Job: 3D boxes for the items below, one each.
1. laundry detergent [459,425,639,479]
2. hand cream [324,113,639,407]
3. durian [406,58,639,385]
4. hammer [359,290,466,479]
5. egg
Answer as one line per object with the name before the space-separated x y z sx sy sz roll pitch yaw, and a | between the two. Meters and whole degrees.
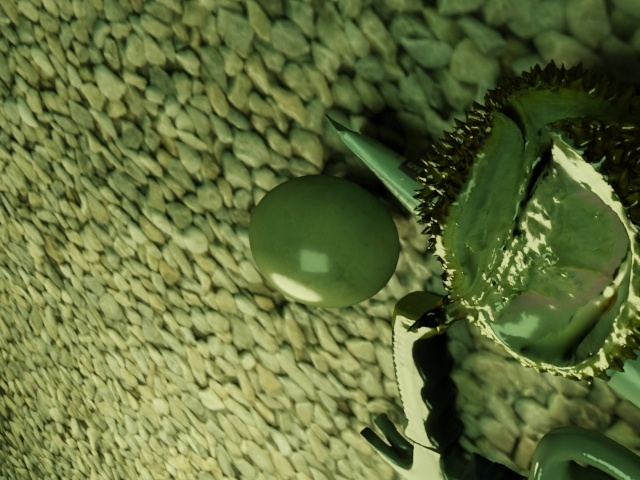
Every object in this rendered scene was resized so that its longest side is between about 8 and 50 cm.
laundry detergent | 0.235 0.252 0.867 0.280 0.105 0.215 33 137 28
hand cream | 0.134 0.012 0.817 0.331 0.085 0.058 38 102 18
durian | 0.157 -0.012 0.711 0.193 0.138 0.237 49 141 2
hammer | 0.100 0.147 0.991 0.158 0.041 0.227 18 132 37
egg | 0.000 0.000 0.920 0.152 0.114 0.114 13 128 45
